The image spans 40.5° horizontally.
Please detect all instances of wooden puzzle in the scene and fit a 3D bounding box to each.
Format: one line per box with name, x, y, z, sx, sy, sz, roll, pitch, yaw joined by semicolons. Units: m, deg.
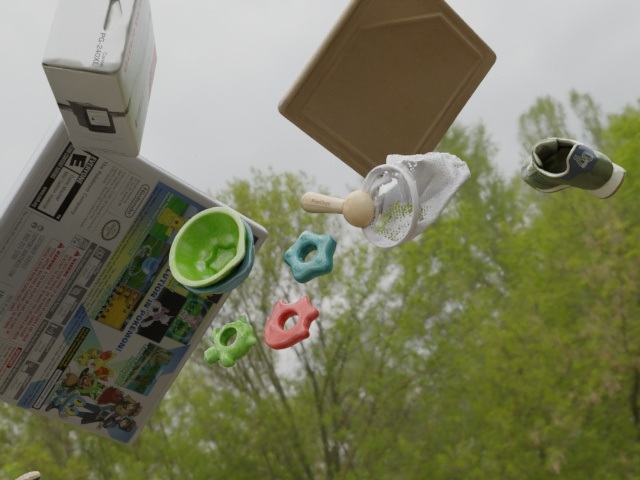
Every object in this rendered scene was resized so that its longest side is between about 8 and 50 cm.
wooden puzzle;0.082;-0.188;1.018;0.238;0.044;0.221;33;-87;-41

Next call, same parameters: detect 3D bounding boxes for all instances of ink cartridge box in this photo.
ink cartridge box;-0.183;-0.154;0.739;0.063;0.109;0.150;8;-20;-3

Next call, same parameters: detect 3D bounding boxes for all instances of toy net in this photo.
toy net;0.000;0.000;0.627;0.232;0.122;0.045;-26;-41;15

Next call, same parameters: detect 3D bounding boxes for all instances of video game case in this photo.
video game case;-0.262;0.060;1.026;0.300;0.036;0.329;31;-87;-35

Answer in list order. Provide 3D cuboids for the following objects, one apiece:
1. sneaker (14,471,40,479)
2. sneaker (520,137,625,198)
sneaker;-0.481;0.401;1.380;0.083;0.037;0.032;-30;7;-16
sneaker;0.305;-0.105;1.129;0.086;0.192;0.064;30;-92;-22
